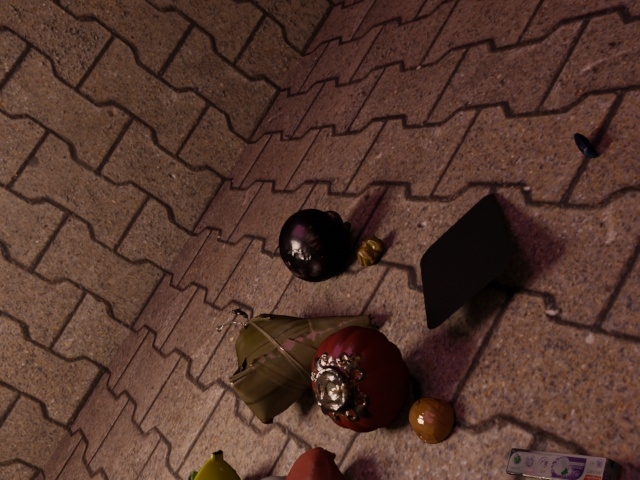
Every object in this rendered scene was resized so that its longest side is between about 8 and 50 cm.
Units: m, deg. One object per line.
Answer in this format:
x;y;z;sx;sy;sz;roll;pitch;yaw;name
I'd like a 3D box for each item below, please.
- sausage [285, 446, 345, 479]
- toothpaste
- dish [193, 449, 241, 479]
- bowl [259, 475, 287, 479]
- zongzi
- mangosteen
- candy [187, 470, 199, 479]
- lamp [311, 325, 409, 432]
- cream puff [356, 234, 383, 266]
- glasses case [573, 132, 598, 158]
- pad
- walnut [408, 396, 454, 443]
-0.006;0.537;1.635;0.148;0.148;0.254;-49;18;13;sausage
0.378;0.360;1.269;0.196;0.040;0.047;-15;50;56;toothpaste
-0.244;0.654;1.926;0.108;0.221;0.263;14;54;23;dish
-0.140;0.614;1.852;0.189;0.086;0.189;-43;25;26;bowl
-0.065;0.239;2.137;0.418;0.181;0.447;-36;23;5;zongzi
0.000;0.000;2.288;0.250;0.211;0.211;-35;7;-39;mangosteen
-0.335;0.687;2.072;0.097;0.062;0.195;-85;16;-48;candy
0.087;0.292;1.713;0.227;0.226;0.227;-42;27;27;lamp
0.130;0.027;2.150;0.083;0.058;0.083;-43;24;29;cream puff
0.551;-0.197;1.686;0.023;0.033;0.083;-56;21;26;glasses case
0.354;0.032;1.770;0.315;0.063;0.375;-46;15;22;pad
0.210;0.347;1.586;0.091;0.052;0.121;-62;22;-9;walnut
